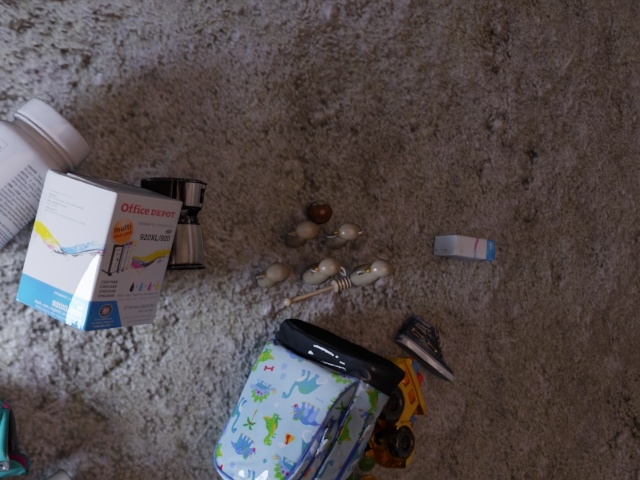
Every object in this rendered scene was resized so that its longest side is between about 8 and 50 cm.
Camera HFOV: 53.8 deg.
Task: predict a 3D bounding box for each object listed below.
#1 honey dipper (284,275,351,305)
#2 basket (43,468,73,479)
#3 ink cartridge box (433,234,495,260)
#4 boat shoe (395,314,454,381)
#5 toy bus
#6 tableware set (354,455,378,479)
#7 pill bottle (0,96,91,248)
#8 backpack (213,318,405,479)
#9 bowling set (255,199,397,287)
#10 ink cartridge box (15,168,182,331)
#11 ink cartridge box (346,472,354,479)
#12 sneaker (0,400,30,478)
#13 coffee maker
[{"bbox_3d":[-0.007,0.113,1.400,0.160,0.030,0.030,-15,94,-23],"label":"honey dipper"},{"bbox_3d":[-0.504,0.513,1.067,0.227,0.204,0.154,-34,85,-33],"label":"basket"},{"bbox_3d":[0.351,0.019,1.542,0.122,0.088,0.052,7,85,-25],"label":"ink cartridge box"},{"bbox_3d":[0.267,0.258,1.502,0.183,0.065,0.083,41,73,-17],"label":"boat shoe"},{"bbox_3d":[0.166,0.365,1.420,0.211,0.149,0.220,-27,101,-40],"label":"toy bus"},{"bbox_3d":[0.076,0.548,1.398,0.104,0.024,0.154,-4,107,-8],"label":"tableware set"},{"bbox_3d":[-0.545,-0.102,1.081,0.160,0.160,0.283,46,70,-16],"label":"pill bottle"},{"bbox_3d":[-0.044,0.361,1.238,0.273,0.290,0.355,18,94,-55],"label":"backpack"},{"bbox_3d":[0.000,0.000,1.331,0.287,0.154,0.200,-3,79,-19],"label":"bowling set"},{"bbox_3d":[-0.377,0.015,1.091,0.171,0.168,0.233,6,100,-64],"label":"ink cartridge box"},{"bbox_3d":[-0.012,0.569,1.285,0.097,0.189,0.255,2,85,-24],"label":"ink cartridge box"},{"bbox_3d":[-0.590,0.398,1.060,0.178,0.124,0.295,13,80,-15],"label":"sneaker"},{"bbox_3d":[-0.305,-0.030,1.215,0.171,0.120,0.178,0,87,-24],"label":"coffee maker"}]
